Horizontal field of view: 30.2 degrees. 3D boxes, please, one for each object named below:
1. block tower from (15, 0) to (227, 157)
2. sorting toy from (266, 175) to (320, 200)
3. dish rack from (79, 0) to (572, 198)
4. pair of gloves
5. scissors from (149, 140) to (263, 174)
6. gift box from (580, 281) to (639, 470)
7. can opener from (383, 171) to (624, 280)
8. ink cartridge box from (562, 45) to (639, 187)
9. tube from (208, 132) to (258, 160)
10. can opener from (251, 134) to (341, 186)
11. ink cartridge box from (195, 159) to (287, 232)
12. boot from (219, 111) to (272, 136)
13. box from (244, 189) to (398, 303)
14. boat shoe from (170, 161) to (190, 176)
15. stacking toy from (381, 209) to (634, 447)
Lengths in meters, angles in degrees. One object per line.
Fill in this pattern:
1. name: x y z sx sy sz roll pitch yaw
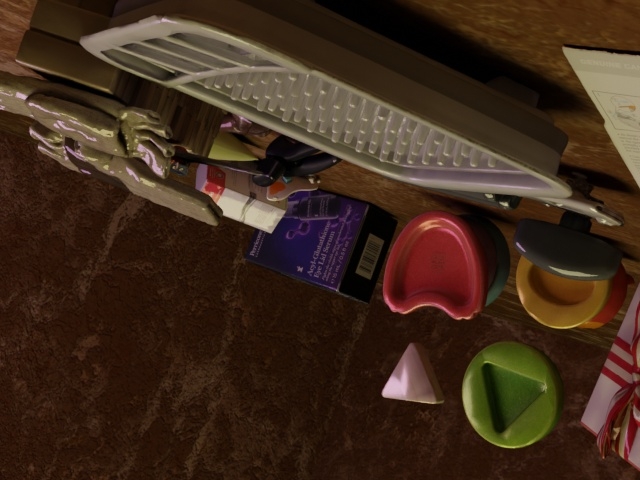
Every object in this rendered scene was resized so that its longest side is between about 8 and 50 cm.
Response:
1. block tower: -0.171 -0.155 1.140 0.097 0.091 0.335 20 177 10
2. sorting toy: -0.038 -0.088 1.790 0.075 0.045 0.083 5 -166 3
3. dish rack: 0.007 -0.121 0.890 0.332 0.072 0.285 22 175 -25
4. pair of gloves: -0.201 -0.092 1.093 0.204 0.042 0.240 20 168 19
5. scissors: -0.145 -0.087 1.182 0.297 0.021 0.109 16 172 34
6. gift box: 0.518 0.201 1.548 0.258 0.255 0.276 19 -178 -16
7. can opener: 0.160 -0.043 1.139 0.280 0.093 0.074 23 179 33
8. ink cartridge box: 0.276 -0.058 0.747 0.181 0.056 0.225 16 156 44
9. tube: -0.150 -0.134 1.587 0.070 0.062 0.240 60 -173 6
10. can opener: -0.020 -0.098 1.444 0.059 0.073 0.186 30 163 -24
11. ink cartridge box: -0.124 -0.080 1.846 0.135 0.056 0.099 21 -145 -17
12. boot: -0.101 -0.142 1.352 0.106 0.037 0.114 7 180 -6
13. box: 0.000 0.000 1.967 0.207 0.153 0.108 16 174 35
14. boat shoe: -0.249 -0.143 1.921 0.083 0.065 0.183 18 -177 -4
15. stacking toy: 0.235 0.107 1.531 0.308 0.280 0.130 15 -175 36
